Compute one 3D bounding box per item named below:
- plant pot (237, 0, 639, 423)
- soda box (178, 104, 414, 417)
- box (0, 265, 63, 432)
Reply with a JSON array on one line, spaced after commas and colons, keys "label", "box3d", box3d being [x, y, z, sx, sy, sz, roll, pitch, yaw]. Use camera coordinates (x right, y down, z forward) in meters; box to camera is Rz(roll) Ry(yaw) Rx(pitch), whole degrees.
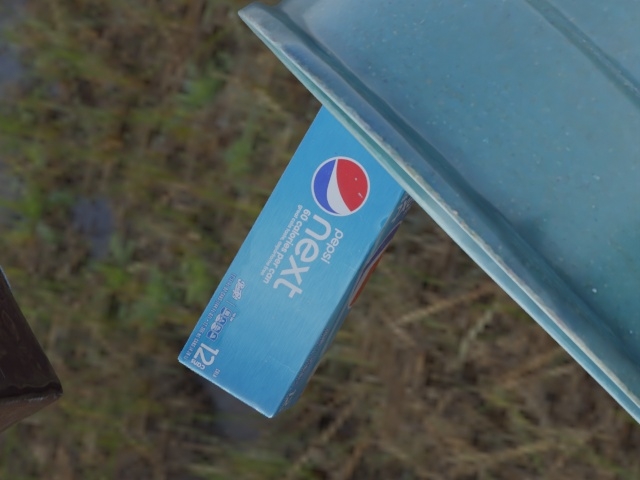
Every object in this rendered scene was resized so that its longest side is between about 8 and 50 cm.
[{"label": "plant pot", "box3d": [0.199, -0.099, 0.850, 0.334, 0.341, 0.341, -44, 36, 1]}, {"label": "soda box", "box3d": [0.000, 0.000, 1.128, 0.210, 0.071, 0.067, -60, -10, 9]}, {"label": "box", "box3d": [-0.272, 0.055, 0.966, 0.167, 0.203, 0.168, -31, 82, 10]}]
